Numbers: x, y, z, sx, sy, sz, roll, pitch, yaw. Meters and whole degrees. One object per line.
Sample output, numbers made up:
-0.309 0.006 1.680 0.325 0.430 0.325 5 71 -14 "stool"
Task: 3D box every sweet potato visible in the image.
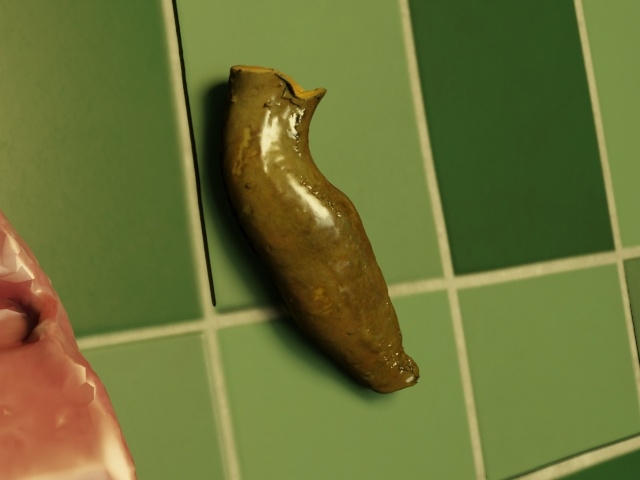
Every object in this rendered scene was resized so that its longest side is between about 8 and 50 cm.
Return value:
0.005 -0.001 0.884 0.112 0.085 0.285 -45 112 -41 "sweet potato"

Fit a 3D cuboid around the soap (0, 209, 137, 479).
-0.247 0.106 0.391 0.360 0.128 0.233 -6 59 -28 "soap"
